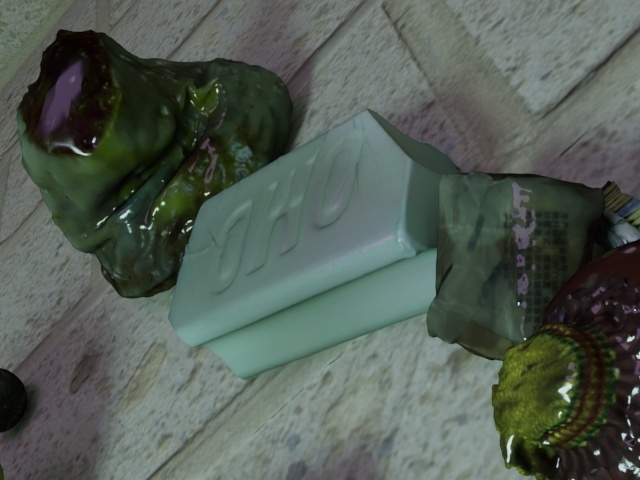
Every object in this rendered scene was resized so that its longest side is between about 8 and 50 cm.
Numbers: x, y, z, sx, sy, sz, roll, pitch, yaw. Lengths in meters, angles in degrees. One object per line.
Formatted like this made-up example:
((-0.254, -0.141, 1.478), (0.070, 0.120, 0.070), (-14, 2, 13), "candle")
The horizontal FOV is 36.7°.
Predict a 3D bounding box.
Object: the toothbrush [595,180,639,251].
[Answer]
((0.257, 0.044, 0.470), (0.042, 0.035, 0.413), (-44, 30, -3), "toothbrush")

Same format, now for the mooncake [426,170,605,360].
((0.127, 0.019, 0.631), (0.130, 0.073, 0.125), (-169, 85, -69), "mooncake")

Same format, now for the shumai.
((-0.223, -0.115, 1.089), (0.304, 0.263, 0.309), (5, 64, 54), "shumai")

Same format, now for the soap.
((0.000, 0.000, 0.822), (0.289, 0.095, 0.173), (-25, 42, 41), "soap")

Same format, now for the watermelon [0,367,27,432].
((-0.416, 0.203, 1.234), (0.078, 0.078, 0.110), (-57, 28, -4), "watermelon")

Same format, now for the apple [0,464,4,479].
((-0.447, 0.312, 0.928), (0.305, 0.338, 0.338), (-23, 19, -26), "apple")

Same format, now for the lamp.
((0.157, 0.073, 0.474), (0.156, 0.135, 0.157), (27, 98, 65), "lamp")
